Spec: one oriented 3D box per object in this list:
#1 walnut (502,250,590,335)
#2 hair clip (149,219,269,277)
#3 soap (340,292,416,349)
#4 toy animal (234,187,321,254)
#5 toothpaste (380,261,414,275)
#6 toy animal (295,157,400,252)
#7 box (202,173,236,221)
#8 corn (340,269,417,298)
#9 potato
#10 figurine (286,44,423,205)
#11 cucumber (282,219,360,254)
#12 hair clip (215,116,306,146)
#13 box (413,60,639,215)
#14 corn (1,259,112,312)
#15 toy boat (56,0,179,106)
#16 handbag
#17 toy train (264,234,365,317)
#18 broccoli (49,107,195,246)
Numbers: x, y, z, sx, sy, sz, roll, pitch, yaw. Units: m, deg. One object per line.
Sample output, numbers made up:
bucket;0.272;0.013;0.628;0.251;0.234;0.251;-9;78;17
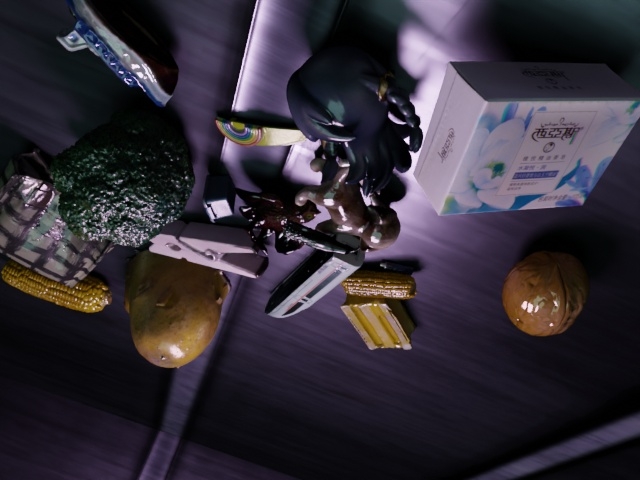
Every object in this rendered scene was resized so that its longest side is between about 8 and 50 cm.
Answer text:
walnut;0.474;0.110;1.164;0.167;0.167;0.207;9;139;10
hair clip;-0.290;0.009;1.389;0.330;0.085;0.101;11;140;18
soap;0.157;0.205;1.468;0.134;0.076;0.233;-5;137;28
toy animal;-0.094;-0.063;1.235;0.179;0.116;0.219;-25;130;10
toothpaste;0.185;0.067;1.333;0.083;0.019;0.027;13;129;-2
toy animal;0.058;-0.071;1.127;0.168;0.121;0.233;-1;143;39
box;-0.223;-0.097;1.225;0.054;0.099;0.074;-7;138;6
corn;0.138;0.107;1.347;0.207;0.068;0.068;2;141;32
potato;-0.454;0.213;1.541;0.396;0.296;0.290;-9;134;28
figurine;0.064;-0.197;0.922;0.265;0.175;0.197;33;113;-22
cucumber;0.000;0.000;1.132;0.163;0.039;0.043;22;103;1
hair clip;-0.118;-0.211;1.091;0.188;0.033;0.060;7;144;13
box;0.306;-0.153;0.831;0.274;0.116;0.203;-4;136;-17
corn;-0.830;0.141;1.733;0.363;0.121;0.120;14;142;7
toy boat;-0.360;-0.335;0.957;0.115;0.114;0.262;-29;128;28
handbag;-0.701;-0.045;1.429;0.325;0.163;0.327;37;131;-29
toy train;-0.027;0.111;1.417;0.088;0.087;0.407;24;143;-19
broccoli;-0.411;-0.142;1.150;0.297;0.297;0.298;39;159;40
